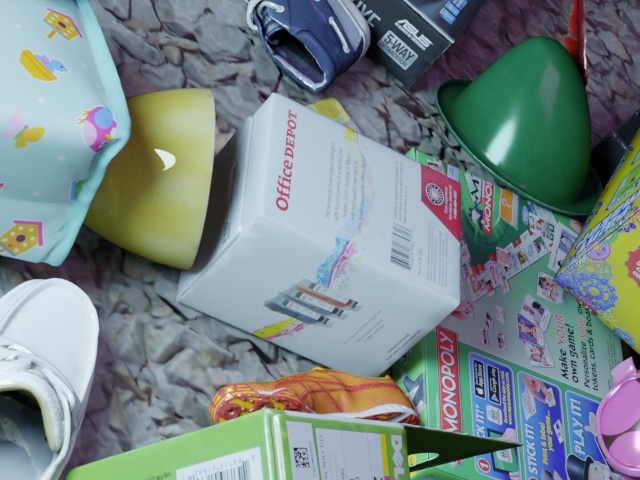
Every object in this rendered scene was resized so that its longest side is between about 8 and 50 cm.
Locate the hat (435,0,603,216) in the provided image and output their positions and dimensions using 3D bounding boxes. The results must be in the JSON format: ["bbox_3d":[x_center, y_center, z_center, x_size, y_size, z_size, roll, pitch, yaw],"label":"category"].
[{"bbox_3d":[0.215,-0.155,1.691,0.173,0.183,0.208,0,44,-49],"label":"hat"}]

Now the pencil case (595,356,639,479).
[{"bbox_3d":[0.298,0.171,1.550,0.209,0.095,0.098,40,17,-49],"label":"pencil case"}]

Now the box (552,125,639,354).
[{"bbox_3d":[0.401,0.003,1.658,0.290,0.177,0.279,41,47,-5],"label":"box"}]

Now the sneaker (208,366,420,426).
[{"bbox_3d":[-0.010,0.125,1.414,0.175,0.064,0.067,9,29,-37],"label":"sneaker"}]

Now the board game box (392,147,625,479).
[{"bbox_3d":[0.155,0.091,1.574,0.213,0.046,0.317,22,46,-24],"label":"board game box"}]

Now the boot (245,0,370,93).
[{"bbox_3d":[-0.039,-0.213,1.638,0.190,0.069,0.086,45,38,-4],"label":"boot"}]

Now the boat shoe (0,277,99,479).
[{"bbox_3d":[-0.194,0.115,1.228,0.098,0.096,0.277,34,43,-14],"label":"boat shoe"}]

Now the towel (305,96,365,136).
[{"bbox_3d":[0.002,-0.089,1.619,0.083,0.009,0.060,-23,75,-47],"label":"towel"}]

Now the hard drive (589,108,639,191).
[{"bbox_3d":[0.420,-0.002,1.853,0.339,0.064,0.237,48,41,4],"label":"hard drive"}]

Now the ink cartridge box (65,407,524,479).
[{"bbox_3d":[-0.007,0.182,1.252,0.255,0.189,0.097,12,65,-46],"label":"ink cartridge box"}]

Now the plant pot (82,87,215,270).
[{"bbox_3d":[-0.135,-0.050,1.401,0.095,0.134,0.134,7,51,-11],"label":"plant pot"}]

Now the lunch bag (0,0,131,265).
[{"bbox_3d":[-0.268,-0.130,1.324,0.223,0.160,0.262,12,40,-27],"label":"lunch bag"}]

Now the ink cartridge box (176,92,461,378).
[{"bbox_3d":[0.000,0.000,1.456,0.176,0.127,0.128,26,45,-22],"label":"ink cartridge box"}]

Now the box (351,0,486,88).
[{"bbox_3d":[0.069,-0.310,1.801,0.242,0.076,0.307,42,41,-3],"label":"box"}]
